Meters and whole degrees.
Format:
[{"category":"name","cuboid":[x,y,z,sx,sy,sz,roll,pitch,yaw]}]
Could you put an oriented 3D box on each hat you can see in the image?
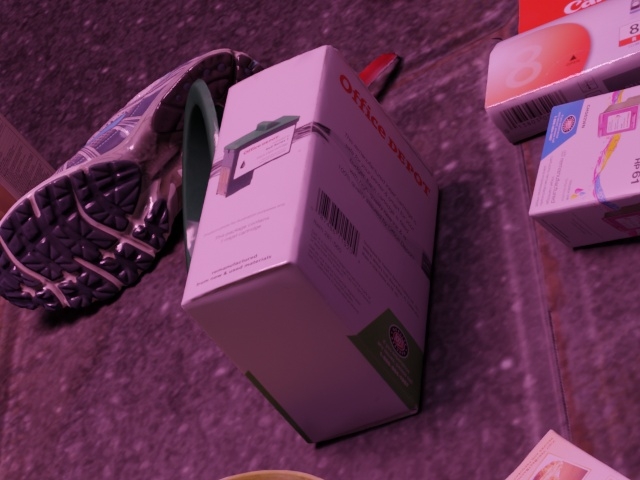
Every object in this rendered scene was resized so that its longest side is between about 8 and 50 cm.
[{"category":"hat","cuboid":[-0.005,-0.045,1.472,0.183,0.208,0.173,-2,0,-13]}]

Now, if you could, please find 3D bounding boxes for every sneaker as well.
[{"category":"sneaker","cuboid":[-0.157,-0.049,1.605,0.283,0.110,0.122,-39,16,-3]}]

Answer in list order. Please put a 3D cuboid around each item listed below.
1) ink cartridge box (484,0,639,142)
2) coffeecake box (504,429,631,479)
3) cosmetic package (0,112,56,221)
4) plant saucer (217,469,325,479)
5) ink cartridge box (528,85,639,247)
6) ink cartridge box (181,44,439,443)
[{"category":"ink cartridge box","cuboid":[0.197,-0.165,1.426,0.145,0.045,0.179,-20,41,27]},{"category":"coffeecake box","cuboid":[0.180,0.189,0.949,0.068,0.142,0.185,-47,34,-9]},{"category":"cosmetic package","cuboid":[-0.286,-0.068,1.712,0.041,0.115,0.060,-13,42,34]},{"category":"plant saucer","cuboid":[-0.063,0.250,1.200,0.241,0.037,0.241,-23,38,19]},{"category":"ink cartridge box","cuboid":[0.205,-0.052,1.260,0.122,0.052,0.088,-11,54,42]},{"category":"ink cartridge box","cuboid":[0.000,0.000,1.323,0.092,0.160,0.219,-21,37,26]}]
